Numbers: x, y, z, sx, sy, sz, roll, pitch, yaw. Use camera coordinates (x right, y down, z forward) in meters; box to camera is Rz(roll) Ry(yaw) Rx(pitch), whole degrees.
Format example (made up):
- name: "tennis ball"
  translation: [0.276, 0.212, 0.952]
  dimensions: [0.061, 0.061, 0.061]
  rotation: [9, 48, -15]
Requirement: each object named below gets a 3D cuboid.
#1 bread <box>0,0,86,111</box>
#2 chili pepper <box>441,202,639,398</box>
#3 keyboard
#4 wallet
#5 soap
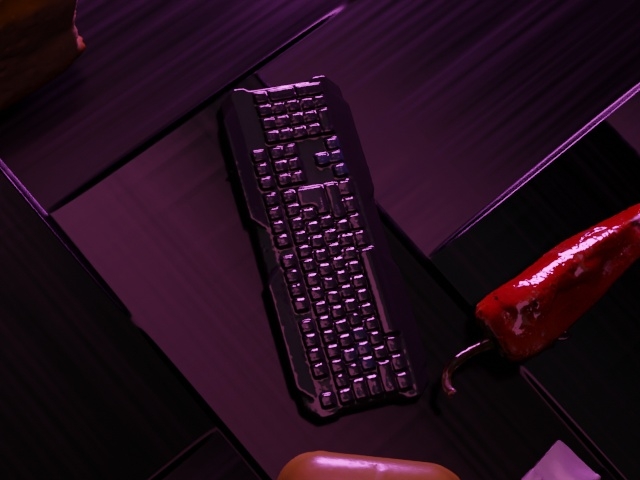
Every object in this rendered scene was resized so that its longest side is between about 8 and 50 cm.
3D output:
- name: "bread"
  translation: [-0.377, -0.191, 0.939]
  dimensions: [0.323, 0.143, 0.333]
  rotation: [-32, 78, -19]
- name: "chili pepper"
  translation: [0.186, 0.031, 1.011]
  dimensions: [0.268, 0.050, 0.059]
  rotation: [-33, 62, -21]
- name: "keyboard"
  translation: [0.000, 0.000, 1.004]
  dimensions: [0.106, 0.016, 0.262]
  rotation: [-11, 72, -15]
- name: "wallet"
  translation: [0.160, 0.184, 0.967]
  dimensions: [0.044, 0.011, 0.083]
  rotation: [44, 68, 8]
- name: "soap"
  translation: [0.035, 0.190, 0.923]
  dimensions: [0.140, 0.045, 0.089]
  rotation: [7, 65, -8]
